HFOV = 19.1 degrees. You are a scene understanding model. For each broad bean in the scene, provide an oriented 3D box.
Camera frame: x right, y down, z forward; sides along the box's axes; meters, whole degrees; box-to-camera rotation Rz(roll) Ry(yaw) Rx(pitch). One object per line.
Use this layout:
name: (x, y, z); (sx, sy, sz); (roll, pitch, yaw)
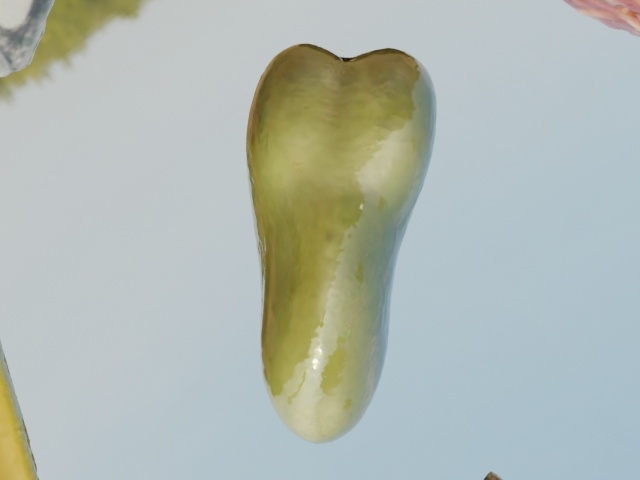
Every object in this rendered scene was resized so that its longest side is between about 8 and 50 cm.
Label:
broad bean: (0.000, 0.000, 1.248); (0.189, 0.121, 0.263); (-118, -142, -82)

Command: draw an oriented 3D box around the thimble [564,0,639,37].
thimble: (0.242, -0.251, 0.941); (0.230, 0.350, 0.350); (16, -130, 45)

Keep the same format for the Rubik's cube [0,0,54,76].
Rubik's cube: (-0.219, -0.237, 0.714); (0.255, 0.260, 0.259); (-62, -142, 28)

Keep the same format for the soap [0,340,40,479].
soap: (-0.317, 0.090, 1.308); (0.204, 0.324, 0.096); (13, -134, 23)

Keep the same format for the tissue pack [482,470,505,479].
tissue pack: (0.105, 0.226, 1.144); (0.148, 0.108, 0.060); (-55, -152, -1)
